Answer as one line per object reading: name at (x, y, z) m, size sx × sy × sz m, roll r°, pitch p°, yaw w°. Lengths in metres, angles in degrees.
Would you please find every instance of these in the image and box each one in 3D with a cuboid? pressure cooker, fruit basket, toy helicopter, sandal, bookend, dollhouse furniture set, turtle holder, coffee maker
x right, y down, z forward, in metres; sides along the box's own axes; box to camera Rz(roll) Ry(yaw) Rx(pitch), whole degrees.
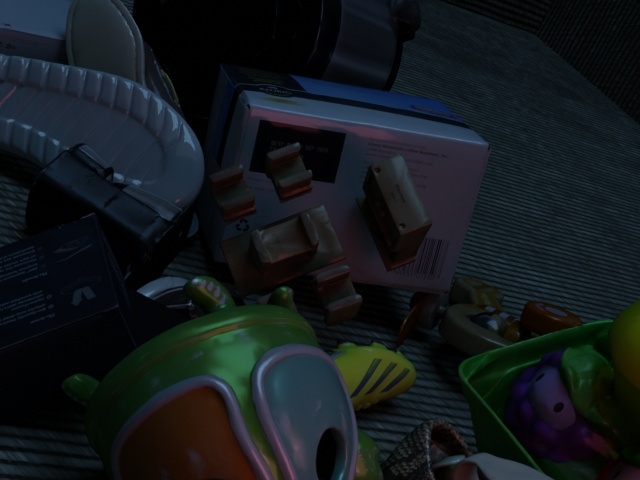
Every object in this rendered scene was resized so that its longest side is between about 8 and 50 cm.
pressure cooker at (-0.059, -0.343, 2.300) m, size 0.370 × 0.375 × 0.420 m, roll 33°, pitch 11°, yaw 20°
fruit basket at (0.357, 0.196, 1.554) m, size 0.283 × 0.392 × 0.392 m, roll -14°, pitch 40°, yaw -23°
toy helicopter at (0.224, 0.114, 2.018) m, size 0.235 × 0.140 × 0.355 m, roll 16°, pitch 12°, yaw -4°
sandal at (-0.342, -0.153, 1.875) m, size 0.416 × 0.169 × 0.102 m, roll 23°, pitch -12°, yaw 6°
bookend at (-0.191, 0.140, 1.502) m, size 0.157 × 0.072 × 0.156 m, roll 29°, pitch 30°, yaw -23°
dollhouse furniture set at (0.000, 0.000, 1.737) m, size 0.161 × 0.242 × 0.212 m, roll 105°, pitch -36°, yaw -74°
turtle holder at (-0.077, 0.200, 1.346) m, size 0.227 × 0.243 × 0.320 m, roll 57°, pitch -6°, yaw 26°
coffee maker at (-0.270, -0.024, 1.714) m, size 0.178 × 0.120 × 0.171 m, roll 30°, pitch 23°, yaw 9°

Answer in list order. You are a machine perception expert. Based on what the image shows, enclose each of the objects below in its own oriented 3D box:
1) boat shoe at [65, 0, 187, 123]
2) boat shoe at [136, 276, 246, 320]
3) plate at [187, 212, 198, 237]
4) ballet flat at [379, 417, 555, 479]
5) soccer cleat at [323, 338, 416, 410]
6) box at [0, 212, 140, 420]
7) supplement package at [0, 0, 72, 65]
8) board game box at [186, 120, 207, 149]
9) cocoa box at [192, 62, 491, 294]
boat shoe at (-0.260, -0.203, 1.955) m, size 0.324 × 0.117 × 0.097 m, roll 65°, pitch 15°, yaw 14°
boat shoe at (-0.150, 0.092, 1.648) m, size 0.070 × 0.077 × 0.219 m, roll 42°, pitch 22°, yaw 27°
plate at (-0.257, -0.046, 1.909) m, size 0.188 × 0.024 × 0.188 m, roll 23°, pitch 21°, yaw -10°
ballet flat at (0.228, 0.350, 1.367) m, size 0.164 × 0.182 × 0.483 m, roll 3°, pitch 32°, yaw -48°
soccer cleat at (0.011, 0.180, 1.662) m, size 0.289 × 0.093 × 0.121 m, roll 10°, pitch 57°, yaw -46°
box at (-0.273, 0.075, 1.398) m, size 0.156 × 0.093 × 0.158 m, roll -20°, pitch 40°, yaw -3°
supplement package at (-0.462, -0.296, 2.068) m, size 0.204 × 0.145 × 0.262 m, roll 6°, pitch 30°, yaw -42°
board game box at (-0.225, -0.138, 2.146) m, size 0.136 × 0.030 × 0.259 m, roll 22°, pitch 22°, yaw -7°
cocoa box at (0.018, -0.090, 1.947) m, size 0.347 × 0.231 × 0.228 m, roll 8°, pitch 19°, yaw -17°
